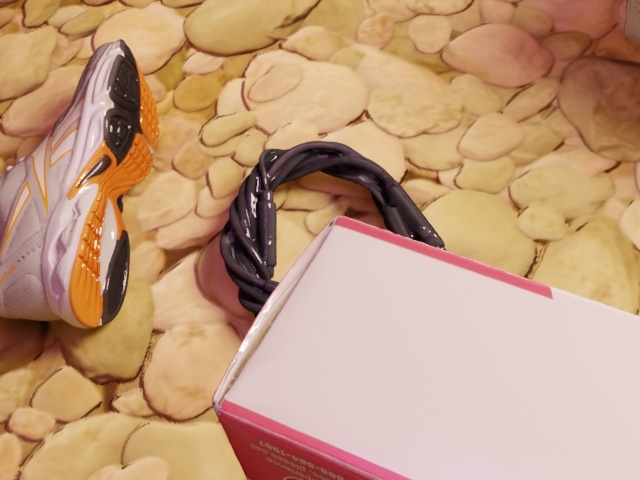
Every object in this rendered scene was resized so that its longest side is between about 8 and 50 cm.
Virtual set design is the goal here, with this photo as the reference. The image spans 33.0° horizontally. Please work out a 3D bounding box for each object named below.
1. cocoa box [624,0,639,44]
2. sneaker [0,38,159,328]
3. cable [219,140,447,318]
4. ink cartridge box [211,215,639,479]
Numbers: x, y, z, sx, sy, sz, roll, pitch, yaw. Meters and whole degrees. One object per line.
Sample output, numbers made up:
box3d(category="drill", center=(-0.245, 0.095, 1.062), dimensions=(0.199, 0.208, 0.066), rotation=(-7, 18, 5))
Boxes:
box3d(category="cocoa box", center=(0.426, -0.267, 0.786), dimensions=(0.347, 0.228, 0.231), rotation=(-38, 57, -15))
box3d(category="sneaker", center=(-0.207, -0.053, 0.851), dimensions=(0.121, 0.099, 0.262), rotation=(-3, 54, 15))
box3d(category="cable", center=(0.000, 0.000, 0.806), dimensions=(0.151, 0.047, 0.184), rotation=(-32, 58, -5))
box3d(category="ink cartridge box", center=(0.085, 0.140, 0.541), dimensions=(0.207, 0.283, 0.117), rotation=(19, 59, 22))
